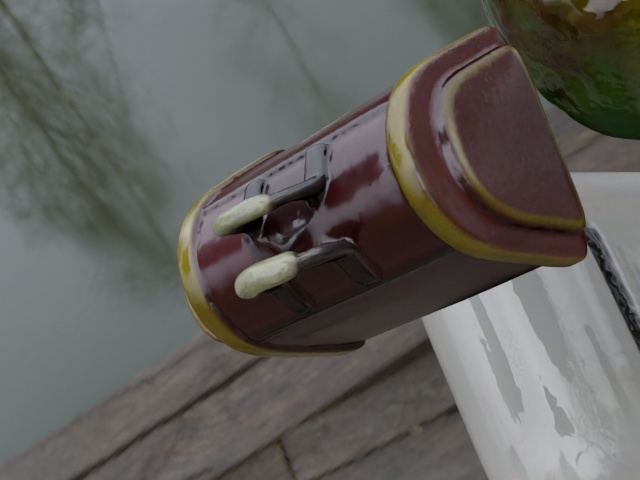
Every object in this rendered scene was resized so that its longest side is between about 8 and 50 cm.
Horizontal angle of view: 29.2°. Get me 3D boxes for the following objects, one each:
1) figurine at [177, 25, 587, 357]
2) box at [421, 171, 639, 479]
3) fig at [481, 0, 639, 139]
[{"bbox_3d":[-0.001,-0.001,0.413,0.154,0.082,0.098,-26,-5,41],"label":"figurine"},{"bbox_3d":[0.241,0.078,0.956,0.141,0.349,0.288,-42,60,45],"label":"box"},{"bbox_3d":[0.169,-0.145,0.634,0.181,0.191,0.181,-5,37,4],"label":"fig"}]
